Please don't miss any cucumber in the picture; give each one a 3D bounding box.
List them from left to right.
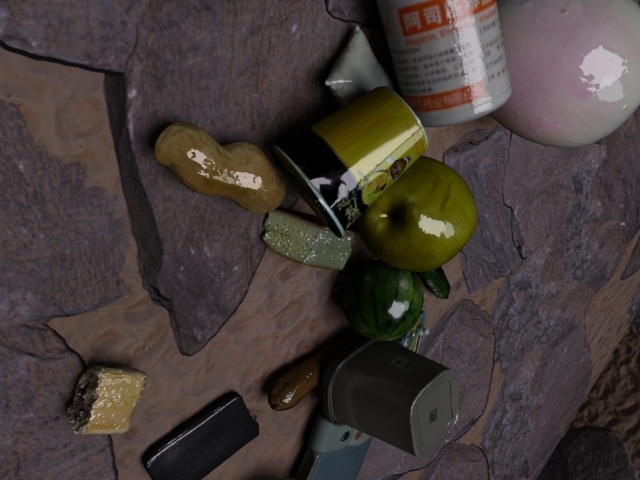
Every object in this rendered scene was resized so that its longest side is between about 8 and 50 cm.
[{"bbox_3d":[0.302,0.100,1.475,0.069,0.069,0.227,-51,138,-10],"label":"cucumber"}]

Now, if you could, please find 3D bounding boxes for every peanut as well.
[{"bbox_3d":[-0.166,-0.121,0.947,0.263,0.101,0.117,15,75,-41],"label":"peanut"}]

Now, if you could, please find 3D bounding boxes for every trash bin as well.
[{"bbox_3d":[0.162,0.349,1.263,0.220,0.250,0.219,-29,119,-36],"label":"trash bin"}]

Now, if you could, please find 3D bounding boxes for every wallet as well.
[{"bbox_3d":[-0.247,0.432,1.181,0.250,0.044,0.149,-33,124,-24],"label":"wallet"},{"bbox_3d":[0.072,0.492,1.455,0.252,0.083,0.360,14,99,-48],"label":"wallet"}]

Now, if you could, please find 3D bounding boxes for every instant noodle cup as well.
[{"bbox_3d":[0.059,-0.153,1.011,0.236,0.215,0.215,-38,131,-5],"label":"instant noodle cup"}]

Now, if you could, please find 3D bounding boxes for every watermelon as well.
[{"bbox_3d":[0.142,0.123,1.271,0.188,0.188,0.214,40,44,-44],"label":"watermelon"}]

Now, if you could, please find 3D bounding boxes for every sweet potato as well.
[{"bbox_3d":[-0.017,0.304,1.293,0.273,0.075,0.075,-30,127,-34],"label":"sweet potato"}]

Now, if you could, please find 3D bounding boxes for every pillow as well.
[{"bbox_3d":[0.105,-0.294,1.110,0.254,0.078,0.144,38,74,-44],"label":"pillow"}]

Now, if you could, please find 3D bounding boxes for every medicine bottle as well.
[{"bbox_3d":[0.220,-0.418,1.027,0.211,0.211,0.371,-34,119,-24],"label":"medicine bottle"}]

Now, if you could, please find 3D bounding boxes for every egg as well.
[{"bbox_3d":[0.473,-0.404,1.196,0.340,0.354,0.354,14,101,-24],"label":"egg"}]

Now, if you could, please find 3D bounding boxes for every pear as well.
[{"bbox_3d":[0.206,-0.060,1.185,0.307,0.253,0.252,-17,125,-66],"label":"pear"}]

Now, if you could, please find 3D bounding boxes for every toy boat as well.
[{"bbox_3d":[0.240,0.299,1.450,0.109,0.098,0.237,16,78,-50],"label":"toy boat"}]

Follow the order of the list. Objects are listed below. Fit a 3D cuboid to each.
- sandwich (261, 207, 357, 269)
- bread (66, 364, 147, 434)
[{"bbox_3d":[0.000,0.000,1.152,0.258,0.096,0.094,8,110,-40],"label":"sandwich"},{"bbox_3d":[-0.377,0.277,0.971,0.106,0.082,0.125,23,84,-54],"label":"bread"}]
